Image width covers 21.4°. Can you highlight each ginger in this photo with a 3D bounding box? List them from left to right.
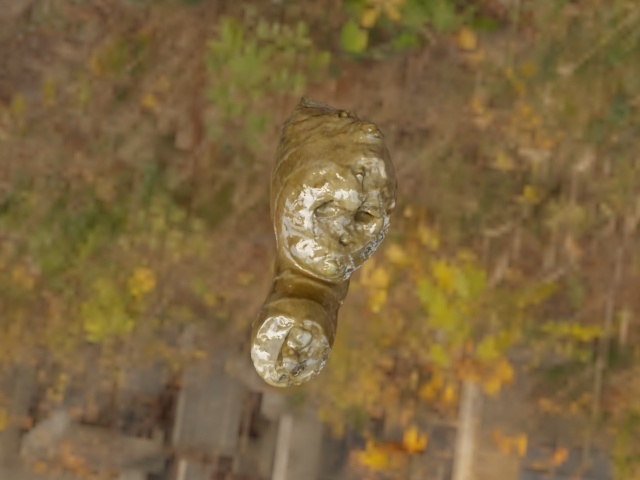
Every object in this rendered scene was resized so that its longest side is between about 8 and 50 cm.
[{"bbox_3d":[0.004,-0.004,0.895,0.067,0.165,0.096,19,147,-24],"label":"ginger"}]
